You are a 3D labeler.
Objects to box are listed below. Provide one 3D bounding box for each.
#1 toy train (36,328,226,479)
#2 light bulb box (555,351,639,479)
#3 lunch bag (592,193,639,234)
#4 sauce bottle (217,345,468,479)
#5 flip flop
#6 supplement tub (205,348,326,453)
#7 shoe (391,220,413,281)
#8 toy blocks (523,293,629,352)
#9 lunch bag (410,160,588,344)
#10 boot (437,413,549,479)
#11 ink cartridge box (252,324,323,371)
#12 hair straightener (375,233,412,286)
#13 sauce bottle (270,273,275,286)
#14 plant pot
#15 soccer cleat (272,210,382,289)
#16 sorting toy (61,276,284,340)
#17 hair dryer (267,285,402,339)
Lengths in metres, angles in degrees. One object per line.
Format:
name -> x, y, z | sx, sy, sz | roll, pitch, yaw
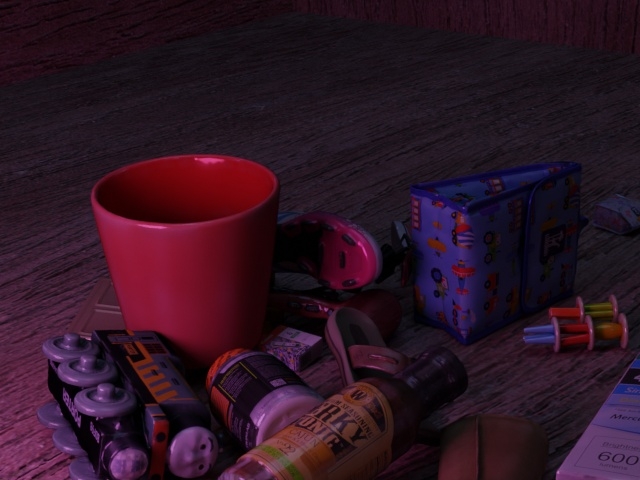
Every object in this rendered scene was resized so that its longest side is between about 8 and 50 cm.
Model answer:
toy train -> -0.248, 0.211, 1.815 | 0.190, 0.142, 0.334 | -1, 18, -24
light bulb box -> 0.459, 0.272, 1.408 | 0.358, 0.225, 0.361 | 6, 22, 26
lunch bag -> 0.541, -0.046, 2.519 | 0.083, 0.053, 0.071 | 27, 35, 37
sauce bottle -> 0.035, 0.232, 1.667 | 0.344, 0.111, 0.111 | -32, 33, -35
flip flop -> 0.086, 0.167, 1.853 | 0.112, 0.080, 0.277 | 20, 26, -30
supplement tub -> -0.070, 0.213, 1.799 | 0.117, 0.117, 0.190 | -12, 23, -23
shoe -> 0.174, 0.016, 2.391 | 0.081, 0.063, 0.178 | -5, 25, -10
toy blocks -> 0.369, 0.122, 2.078 | 0.148, 0.054, 0.123 | -3, 21, 0
lunch bag -> 0.292, 0.004, 2.169 | 0.293, 0.221, 0.138 | -16, 24, -31
boot -> 0.143, 0.286, 1.632 | 0.236, 0.089, 0.269 | 8, 20, 7
ink cartridge box -> -0.060, 0.153, 2.070 | 0.115, 0.029, 0.063 | 15, 33, 32
hair straightener -> 0.107, 0.023, 2.232 | 0.089, 0.047, 0.230 | 4, 16, 9
sauce bottle -> -0.095, 0.069, 2.308 | 0.042, 0.042, 0.128 | -3, 23, 1
plant pot -> -0.186, 0.034, 2.020 | 0.275, 0.243, 0.275 | -1, 23, 1
soccer cleat -> 0.000, 0.000, 2.178 | 0.143, 0.116, 0.331 | -14, 15, -40
sorting toy -> -0.220, 0.129, 2.172 | 0.307, 0.041, 0.229 | 7, 24, 7
hair dryer -> 0.010, 0.113, 2.113 | 0.223, 0.080, 0.293 | -7, 12, -20
